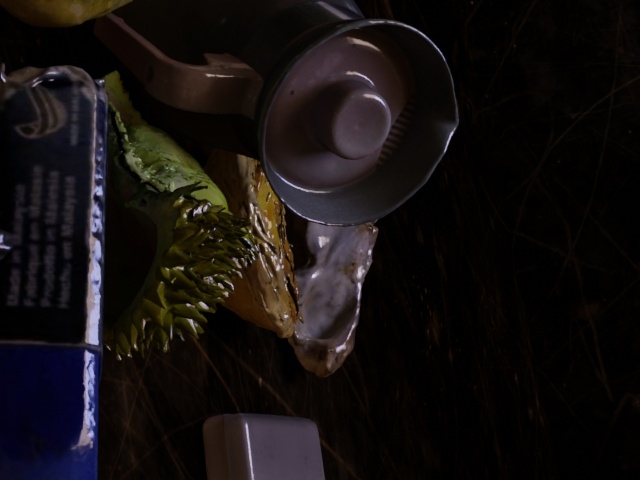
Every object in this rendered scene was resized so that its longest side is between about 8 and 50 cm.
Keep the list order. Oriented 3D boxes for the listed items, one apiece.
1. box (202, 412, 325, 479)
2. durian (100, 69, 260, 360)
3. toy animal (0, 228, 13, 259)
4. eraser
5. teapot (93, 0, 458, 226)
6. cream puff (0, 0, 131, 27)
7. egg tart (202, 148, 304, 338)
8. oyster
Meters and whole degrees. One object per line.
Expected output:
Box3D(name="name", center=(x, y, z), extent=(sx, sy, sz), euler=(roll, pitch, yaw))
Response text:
Box3D(name="box", center=(-0.058, 0.244, 1.735), extent=(0.244, 0.055, 0.103), euler=(23, 58, -70))
Box3D(name="durian", center=(-0.154, -0.017, 1.337), extent=(0.169, 0.158, 0.352), euler=(63, -4, -29))
Box3D(name="toy animal", center=(-0.288, 0.019, 1.062), extent=(0.121, 0.094, 0.225), euler=(40, 38, -28))
Box3D(name="eraser", center=(-0.212, 0.039, 1.195), extent=(0.155, 0.102, 0.332), euler=(118, -29, -68))
Box3D(name="teapot", center=(-0.060, -0.174, 1.513), extent=(0.344, 0.300, 0.253), euler=(41, -58, 53))
Box3D(name="cream puff", center=(-0.228, -0.325, 1.309), extent=(0.323, 0.270, 0.274), euler=(-60, 170, -65))
Box3D(name="egg tart", center=(-0.083, -0.005, 1.758), extent=(0.232, 0.098, 0.252), euler=(-87, 163, -57))
Box3D(name="oyster", center=(0.004, 0.000, 1.945), extent=(0.198, 0.133, 0.336), euler=(150, -54, -80))
